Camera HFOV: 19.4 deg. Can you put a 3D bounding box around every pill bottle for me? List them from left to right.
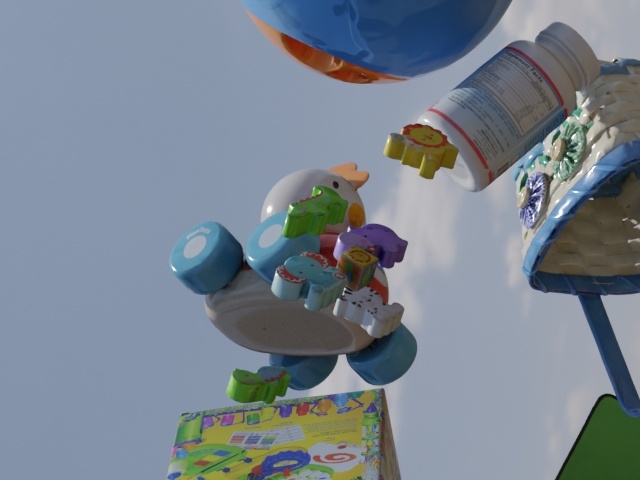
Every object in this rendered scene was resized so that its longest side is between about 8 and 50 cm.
[{"bbox_3d":[0.171,-0.123,1.677,0.160,0.087,0.087,-39,-27,-13],"label":"pill bottle"}]

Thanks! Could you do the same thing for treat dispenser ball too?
[{"bbox_3d":[0.052,-0.289,1.760,0.288,0.288,0.288,8,-90,-77],"label":"treat dispenser ball"}]

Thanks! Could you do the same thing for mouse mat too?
[{"bbox_3d":[0.348,0.291,2.177,0.189,0.153,0.007,-61,6,-7],"label":"mouse mat"}]

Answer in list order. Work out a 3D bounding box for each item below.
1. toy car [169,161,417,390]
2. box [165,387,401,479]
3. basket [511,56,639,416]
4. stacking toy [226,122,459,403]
[{"bbox_3d":[0.000,0.000,1.978,0.219,0.210,0.238,46,-128,-34],"label":"toy car"},{"bbox_3d":[-0.046,0.354,2.474,0.279,0.290,0.177,-83,-17,-63],"label":"box"},{"bbox_3d":[0.307,-0.009,1.784,0.255,0.201,0.289,-61,42,43],"label":"basket"},{"bbox_3d":[0.012,0.016,1.391,0.221,0.052,0.167,-28,-39,-51],"label":"stacking toy"}]
